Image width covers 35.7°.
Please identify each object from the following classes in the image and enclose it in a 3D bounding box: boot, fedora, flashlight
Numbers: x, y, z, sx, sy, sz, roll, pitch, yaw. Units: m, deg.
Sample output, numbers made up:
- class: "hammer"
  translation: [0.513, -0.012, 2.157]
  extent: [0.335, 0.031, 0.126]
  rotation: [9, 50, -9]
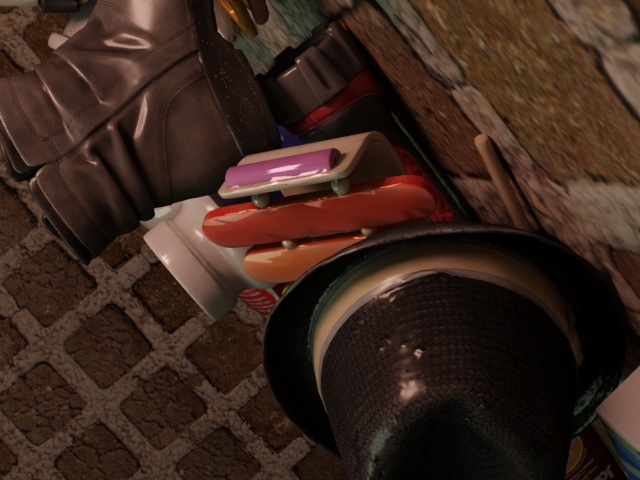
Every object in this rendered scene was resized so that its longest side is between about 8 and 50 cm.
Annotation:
- class: "boot"
  translation: [-0.195, -0.167, 0.847]
  extent: [0.118, 0.223, 0.338]
  rotation: [110, 135, -78]
- class: "fedora"
  translation: [0.103, 0.144, 0.789]
  extent: [0.334, 0.334, 0.152]
  rotation: [53, -155, -37]
- class: "flashlight"
  translation: [0.065, -0.054, 0.916]
  extent: [0.304, 0.103, 0.103]
  rotation: [52, 172, -16]

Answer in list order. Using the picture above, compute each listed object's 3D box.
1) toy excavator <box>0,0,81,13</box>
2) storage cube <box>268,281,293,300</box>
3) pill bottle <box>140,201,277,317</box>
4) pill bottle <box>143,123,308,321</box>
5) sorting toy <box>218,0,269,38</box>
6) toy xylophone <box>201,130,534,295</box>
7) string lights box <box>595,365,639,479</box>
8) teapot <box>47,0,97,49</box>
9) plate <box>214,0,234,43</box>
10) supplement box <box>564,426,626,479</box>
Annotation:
- class: "toy excavator"
  translation: [-0.428, -0.468, 1.268]
  extent: [0.445, 0.223, 0.432]
  rotation: [104, 161, -54]
- class: "storage cube"
  translation: [0.000, 0.000, 1.335]
  extent: [0.215, 0.193, 0.184]
  rotation: [54, 173, -32]
- class: "pill bottle"
  translation: [-0.082, -0.019, 1.534]
  extent: [0.408, 0.229, 0.229]
  rotation: [41, 180, -33]
- class: "pill bottle"
  translation: [-0.057, -0.042, 1.102]
  extent: [0.153, 0.265, 0.153]
  rotation: [49, 175, 6]
- class: "sorting toy"
  translation: [-0.104, -0.302, 0.857]
  extent: [0.196, 0.047, 0.347]
  rotation: [52, 176, 16]
- class: "toy xylophone"
  translation: [0.064, 0.019, 0.836]
  extent: [0.236, 0.081, 0.322]
  rotation: [-15, 132, 33]
- class: "string lights box"
  translation: [0.319, 0.206, 0.790]
  extent: [0.133, 0.077, 0.259]
  rotation: [42, 172, 44]
- class: "teapot"
  translation: [-0.269, -0.264, 1.527]
  extent: [0.187, 0.256, 0.252]
  rotation: [25, 145, 43]
- class: "plate"
  translation: [-0.210, -0.366, 1.265]
  extent: [0.277, 0.045, 0.278]
  rotation: [52, 174, -18]
- class: "supplement box"
  translation: [0.302, 0.276, 1.281]
  extent: [0.188, 0.104, 0.081]
  rotation: [52, 174, -29]
